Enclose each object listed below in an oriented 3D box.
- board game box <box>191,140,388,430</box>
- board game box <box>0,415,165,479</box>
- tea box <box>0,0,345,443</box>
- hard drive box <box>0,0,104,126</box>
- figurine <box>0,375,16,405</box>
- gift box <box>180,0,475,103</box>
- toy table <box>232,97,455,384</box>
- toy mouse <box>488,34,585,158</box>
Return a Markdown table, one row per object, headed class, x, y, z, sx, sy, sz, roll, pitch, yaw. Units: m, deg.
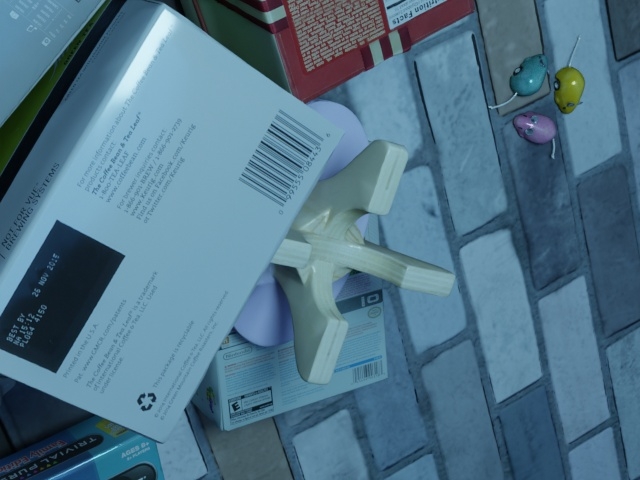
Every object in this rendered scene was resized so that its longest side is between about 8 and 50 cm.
| class | x | y | z | sx | sy | sz | roll | pitch | yaw |
| --- | --- | --- | --- | --- | --- | --- | --- | --- | --- |
| board game box | -0.047 | 0.040 | 1.373 | 0.224 | 0.097 | 0.303 | -14 | 114 | -26 |
| board game box | -0.277 | 0.382 | 1.303 | 0.254 | 0.079 | 0.336 | -23 | 119 | -28 |
| tea box | -0.206 | -0.042 | 1.116 | 0.220 | 0.323 | 0.329 | 32 | 89 | -34 |
| hard drive box | -0.313 | -0.182 | 1.079 | 0.089 | 0.181 | 0.232 | 38 | 92 | -32 |
| figurine | -0.436 | 0.197 | 1.215 | 0.209 | 0.092 | 0.215 | 33 | 88 | -41 |
| gift box | -0.020 | -0.327 | 1.167 | 0.255 | 0.258 | 0.276 | -27 | 125 | -20 |
| toy table | 0.000 | 0.000 | 1.236 | 0.252 | 0.161 | 0.274 | -1 | 107 | -30 |
| toy mouse | 0.282 | -0.178 | 1.528 | 0.143 | 0.031 | 0.161 | -9 | 110 | -27 |
